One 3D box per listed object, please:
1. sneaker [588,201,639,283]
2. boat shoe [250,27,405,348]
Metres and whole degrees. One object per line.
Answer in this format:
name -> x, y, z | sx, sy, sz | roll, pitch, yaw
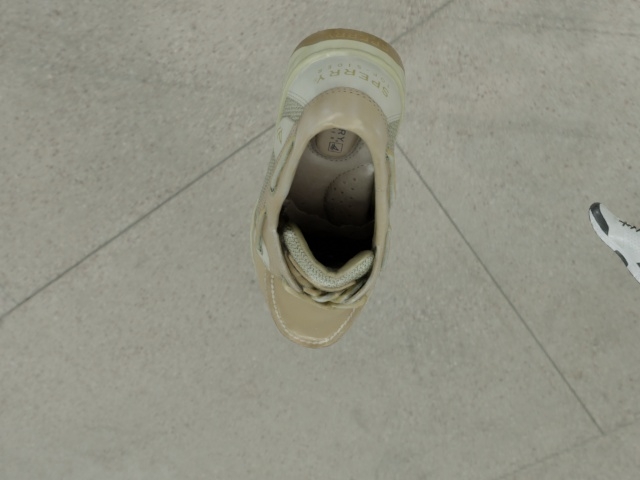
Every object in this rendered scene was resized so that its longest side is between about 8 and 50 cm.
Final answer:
sneaker -> 0.331, -0.002, 0.786 | 0.109, 0.040, 0.044 | 49, 126, 8
boat shoe -> 0.000, 0.000, 0.538 | 0.109, 0.098, 0.302 | 8, 139, -2
